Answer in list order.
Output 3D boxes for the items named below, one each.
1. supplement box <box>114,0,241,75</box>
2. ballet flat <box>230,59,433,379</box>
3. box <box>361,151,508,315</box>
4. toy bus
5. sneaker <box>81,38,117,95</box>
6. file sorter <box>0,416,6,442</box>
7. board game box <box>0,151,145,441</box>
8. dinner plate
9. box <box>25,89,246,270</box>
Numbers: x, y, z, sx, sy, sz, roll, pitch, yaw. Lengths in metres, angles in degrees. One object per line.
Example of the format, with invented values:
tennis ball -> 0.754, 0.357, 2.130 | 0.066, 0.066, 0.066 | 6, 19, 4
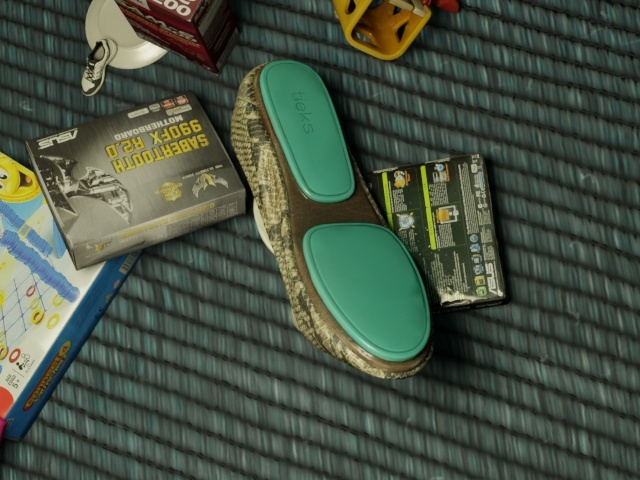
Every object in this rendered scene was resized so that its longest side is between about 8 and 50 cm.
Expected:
supplement box -> -0.184, -0.295, 1.731 | 0.130, 0.239, 0.073 | 27, 83, 8
ballet flat -> 0.000, 0.000, 1.653 | 0.164, 0.182, 0.483 | -3, 53, -28
box -> 0.128, -0.001, 1.701 | 0.184, 0.045, 0.191 | -11, 75, 13
toy bus -> 0.062, -0.320, 1.759 | 0.191, 0.202, 0.104 | 44, 119, 12
sneaker -> -0.307, -0.236, 1.852 | 0.032, 0.037, 0.083 | 27, 100, 17
file sorter -> -0.548, 0.325, 1.653 | 0.202, 0.182, 0.291 | 22, 101, 16
board game box -> -0.437, 0.050, 1.790 | 0.302, 0.086, 0.308 | 30, 84, 17
dinner plate -> -0.258, -0.304, 1.876 | 0.141, 0.017, 0.141 | -3, 74, 12
box -> -0.234, -0.080, 1.732 | 0.231, 0.056, 0.183 | -19, 57, -16
